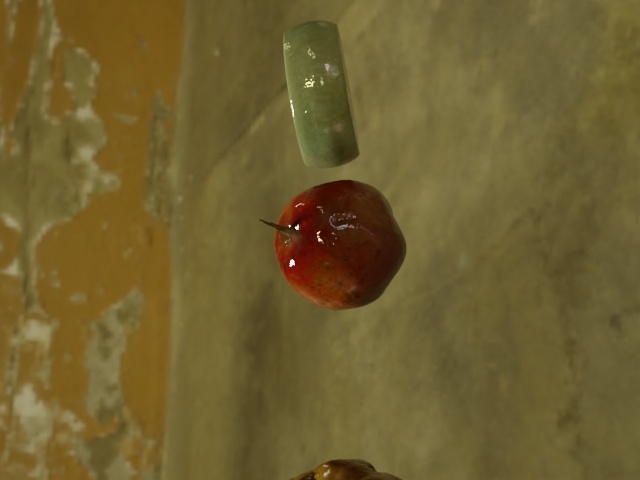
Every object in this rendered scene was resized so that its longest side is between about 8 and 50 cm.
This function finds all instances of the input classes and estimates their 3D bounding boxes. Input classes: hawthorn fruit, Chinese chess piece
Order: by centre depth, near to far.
[{"bbox_3d":[0.009,0.003,1.181,0.125,0.140,0.125,-175,90,-85],"label":"hawthorn fruit"},{"bbox_3d":[0.000,-0.141,1.225,0.144,0.059,0.144,-9,-90,-85],"label":"Chinese chess piece"}]

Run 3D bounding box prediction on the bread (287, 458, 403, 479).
[{"bbox_3d":[0.014,0.324,1.188,0.340,0.194,0.179,-39,29,29],"label":"bread"}]
